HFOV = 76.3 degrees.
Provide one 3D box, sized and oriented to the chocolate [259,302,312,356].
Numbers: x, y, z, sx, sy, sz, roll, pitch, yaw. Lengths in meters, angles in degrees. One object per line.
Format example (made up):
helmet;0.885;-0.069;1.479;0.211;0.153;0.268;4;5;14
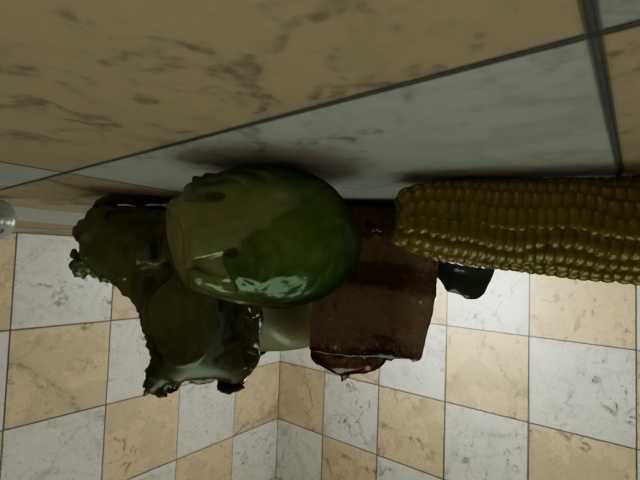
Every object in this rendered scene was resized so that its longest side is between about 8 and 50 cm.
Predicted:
chocolate;-0.085;0.112;0.912;0.297;0.326;0.314;2;-138;38

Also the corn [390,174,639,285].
corn;0.222;-0.011;0.395;0.305;0.106;0.106;2;177;14

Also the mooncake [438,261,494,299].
mooncake;0.268;0.040;0.824;0.104;0.168;0.175;4;162;-15

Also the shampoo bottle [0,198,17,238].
shampoo bottle;-0.569;-0.042;0.622;0.074;0.073;0.192;2;176;7

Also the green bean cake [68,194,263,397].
green bean cake;-0.226;0.088;0.631;0.285;0.309;0.202;0;180;-12

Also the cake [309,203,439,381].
cake;0.087;0.089;0.655;0.199;0.292;0.196;6;178;7

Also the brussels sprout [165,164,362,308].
brussels sprout;-0.047;-0.006;0.394;0.181;0.143;0.161;-12;-137;-45
